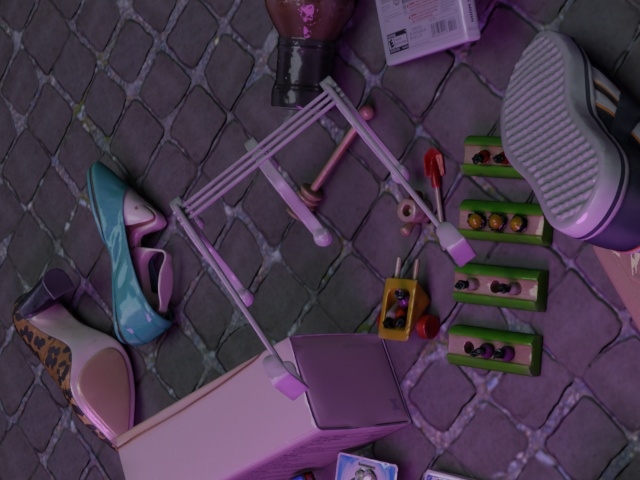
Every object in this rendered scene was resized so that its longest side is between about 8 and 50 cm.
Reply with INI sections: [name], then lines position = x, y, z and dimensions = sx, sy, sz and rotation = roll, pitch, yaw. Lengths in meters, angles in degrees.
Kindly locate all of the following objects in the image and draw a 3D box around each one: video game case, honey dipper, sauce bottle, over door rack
[video game case]
position = 0.103, -0.282, 1.634
dimensions = 0.190, 0.022, 0.173
rotation = 175, 84, -68
[honey dipper]
position = 0.014, -0.091, 1.775
dimensions = 0.030, 0.030, 0.160
rotation = 49, 115, 32
[sauce bottle]
position = -0.006, -0.318, 1.745
dimensions = 0.111, 0.111, 0.344
rotation = 7, 96, 42
[over door rack]
position = 0.000, 0.000, 1.628
dimensions = 0.239, 0.108, 0.324
rotation = -39, 45, 4

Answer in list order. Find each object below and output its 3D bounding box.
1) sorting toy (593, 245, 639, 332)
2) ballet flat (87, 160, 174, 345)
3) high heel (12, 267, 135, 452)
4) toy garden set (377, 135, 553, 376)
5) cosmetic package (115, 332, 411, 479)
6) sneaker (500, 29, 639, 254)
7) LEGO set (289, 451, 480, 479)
[sorting toy]
position = 0.369, 0.028, 1.444
dimensions = 0.208, 0.038, 0.193
rotation = -45, 60, 37
[ballet flat]
position = -0.231, 0.009, 1.971
dimensions = 0.087, 0.083, 0.247
rotation = -16, 76, 16
[high heel]
position = -0.326, 0.176, 2.061
dimensions = 0.261, 0.093, 0.186
rotation = 65, 150, 8
[toy garden set]
position = 0.145, 0.010, 1.635
dimensions = 0.204, 0.049, 0.244
rotation = 6, 92, 42
[cosmetic package]
position = -0.070, 0.215, 1.751
dimensions = 0.309, 0.160, 0.113
rotation = -33, 67, 36
[sneaker]
position = 0.261, -0.085, 1.472
dimensions = 0.126, 0.127, 0.321
rotation = -59, 21, 28
[LEGO set]
position = 0.073, 0.328, 1.703
dimensions = 0.244, 0.060, 0.182
rotation = 8, 94, 30
